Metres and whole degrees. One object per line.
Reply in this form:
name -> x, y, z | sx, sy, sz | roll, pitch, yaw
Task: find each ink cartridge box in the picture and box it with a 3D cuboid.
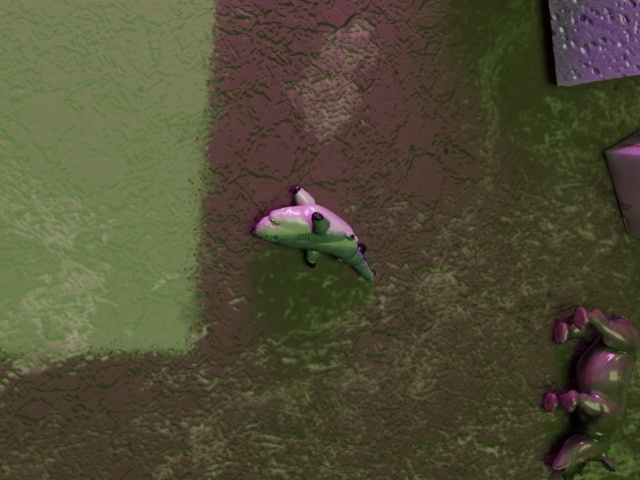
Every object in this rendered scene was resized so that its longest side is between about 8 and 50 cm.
ink cartridge box -> 0.473, -0.088, 1.506 | 0.176, 0.128, 0.127 | -29, 109, -20

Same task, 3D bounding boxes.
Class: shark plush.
shark plush -> 0.000, 0.000, 1.347 | 0.067, 0.073, 0.161 | -50, 138, 10

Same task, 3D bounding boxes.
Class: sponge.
sponge -> 0.379, -0.255, 1.423 | 0.210, 0.031, 0.117 | -7, 101, 14

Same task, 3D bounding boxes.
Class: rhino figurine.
rhino figurine -> 0.344, 0.203, 1.520 | 0.106, 0.073, 0.243 | 5, 97, -24
